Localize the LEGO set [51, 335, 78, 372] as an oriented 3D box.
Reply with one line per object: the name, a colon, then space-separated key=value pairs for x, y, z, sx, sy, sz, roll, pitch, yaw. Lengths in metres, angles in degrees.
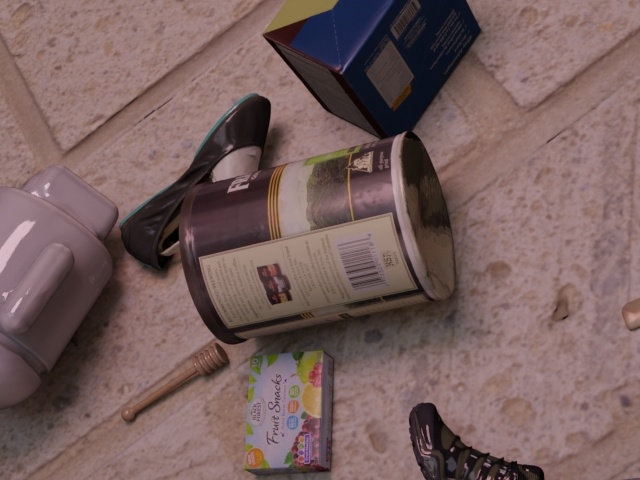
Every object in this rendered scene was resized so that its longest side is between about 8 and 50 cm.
LEGO set: x=-0.372 y=0.148 z=1.563 sx=0.083 sy=0.023 sz=0.054 roll=-49 pitch=58 yaw=-2

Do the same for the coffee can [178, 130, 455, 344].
coffee can: x=0.000 y=0.000 z=1.358 sx=0.275 sy=0.201 sz=0.202 roll=-13 pitch=64 yaw=18

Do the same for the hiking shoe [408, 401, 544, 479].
hiking shoe: x=0.182 y=0.264 z=1.242 sx=0.114 sy=0.086 sz=0.227 roll=-30 pitch=68 yaw=0

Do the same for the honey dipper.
honey dipper: x=-0.190 y=0.186 z=1.464 sx=0.160 sy=0.030 sz=0.030 roll=-34 pitch=59 yaw=9

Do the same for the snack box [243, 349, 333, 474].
snack box: x=-0.038 y=0.208 z=1.380 sx=0.100 sy=0.037 sz=0.141 roll=-8 pitch=65 yaw=22

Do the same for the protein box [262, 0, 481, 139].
protein box: x=0.071 y=-0.262 z=1.437 sx=0.136 sy=0.201 sz=0.200 roll=32 pitch=84 yaw=31

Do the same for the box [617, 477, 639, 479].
box: x=0.256 y=0.346 z=1.041 sx=0.142 sy=0.247 sz=0.163 roll=-11 pitch=104 yaw=18

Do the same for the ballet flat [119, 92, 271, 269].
ballet flat: x=-0.146 y=-0.067 z=1.523 sx=0.280 sy=0.095 sz=0.096 roll=-45 pitch=68 yaw=13

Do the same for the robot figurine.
robot figurine: x=-0.407 y=0.072 z=1.488 sx=0.353 sy=0.199 sz=0.300 roll=-60 pitch=19 yaw=-21

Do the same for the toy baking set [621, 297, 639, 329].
toy baking set: x=0.456 y=0.099 z=1.210 sx=0.197 sy=0.030 sz=0.256 roll=-49 pitch=58 yaw=-1
